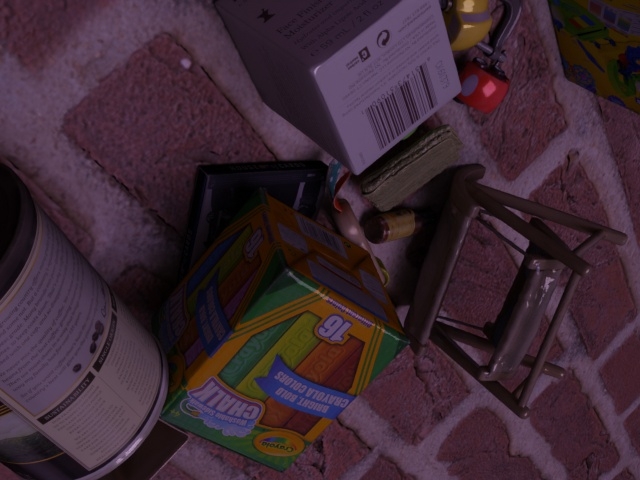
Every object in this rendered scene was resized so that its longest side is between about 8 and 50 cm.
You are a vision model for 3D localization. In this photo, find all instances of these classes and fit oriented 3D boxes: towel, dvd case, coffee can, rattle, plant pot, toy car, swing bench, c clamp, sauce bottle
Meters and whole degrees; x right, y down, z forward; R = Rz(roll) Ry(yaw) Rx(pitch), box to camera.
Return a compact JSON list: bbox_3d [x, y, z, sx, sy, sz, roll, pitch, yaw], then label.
[{"bbox_3d":[0.122,-0.096,1.126,0.148,0.027,0.110,-38,160,8],"label":"towel"},{"bbox_3d":[-0.091,0.015,1.060,0.179,0.029,0.239,-7,125,-38],"label":"dvd case"},{"bbox_3d":[-0.292,0.088,0.806,0.201,0.201,0.275,-39,139,-11],"label":"coffee can"},{"bbox_3d":[0.000,0.000,1.080,0.142,0.130,0.200,-13,148,14],"label":"rattle"},{"bbox_3d":[-0.247,0.232,1.038,0.109,0.096,0.109,-47,139,-4],"label":"plant pot"},{"bbox_3d":[0.143,-0.190,1.070,0.225,0.053,0.239,-38,145,-2],"label":"toy car"},{"bbox_3d":[0.251,0.064,1.213,0.165,0.254,0.253,-24,136,-51],"label":"swing bench"},{"bbox_3d":[0.210,-0.276,1.105,0.160,0.022,0.137,21,105,-48],"label":"c clamp"},{"bbox_3d":[0.115,-0.024,1.201,0.128,0.042,0.042,-14,129,-46],"label":"sauce bottle"}]

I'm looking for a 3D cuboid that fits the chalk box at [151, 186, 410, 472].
[{"bbox_3d":[-0.075,0.125,0.967,0.180,0.179,0.289,30,110,-28],"label":"chalk box"}]

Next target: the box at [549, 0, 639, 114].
[{"bbox_3d":[0.462,-0.303,1.102,0.177,0.290,0.279,-43,140,-8],"label":"box"}]

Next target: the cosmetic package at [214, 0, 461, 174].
[{"bbox_3d":[0.019,-0.199,0.873,0.151,0.183,0.151,-40,140,-10],"label":"cosmetic package"}]
